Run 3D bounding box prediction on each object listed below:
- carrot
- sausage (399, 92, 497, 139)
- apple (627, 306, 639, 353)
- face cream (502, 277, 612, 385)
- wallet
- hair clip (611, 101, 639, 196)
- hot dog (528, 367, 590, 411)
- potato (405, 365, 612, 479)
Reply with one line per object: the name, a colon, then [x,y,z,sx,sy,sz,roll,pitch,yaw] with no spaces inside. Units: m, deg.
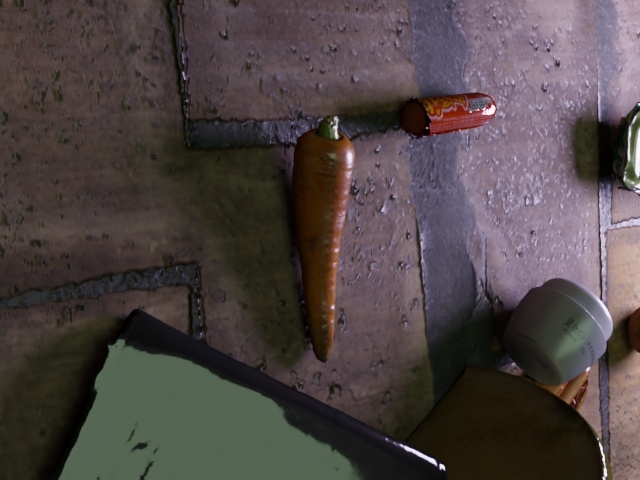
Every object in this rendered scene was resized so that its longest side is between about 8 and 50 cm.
carrot: [0.000,0.000,0.884,0.061,0.061,0.256,-11,110,-38]
sausage: [0.156,-0.145,0.998,0.145,0.050,0.048,-13,106,-39]
apple: [0.492,0.130,1.272,0.084,0.071,0.083,-3,96,-37]
face cream: [0.292,0.113,1.081,0.104,0.117,0.117,-41,117,-20]
wallet: [-0.058,0.225,0.805,0.378,0.051,0.197,30,71,-21]
hair clip: [0.536,-0.131,1.284,0.322,0.091,0.138,0,101,-27]
hot dog: [0.272,0.238,1.107,0.235,0.062,0.092,-51,127,-24]
potato: [0.197,0.275,0.925,0.269,0.255,0.112,-46,118,-27]
